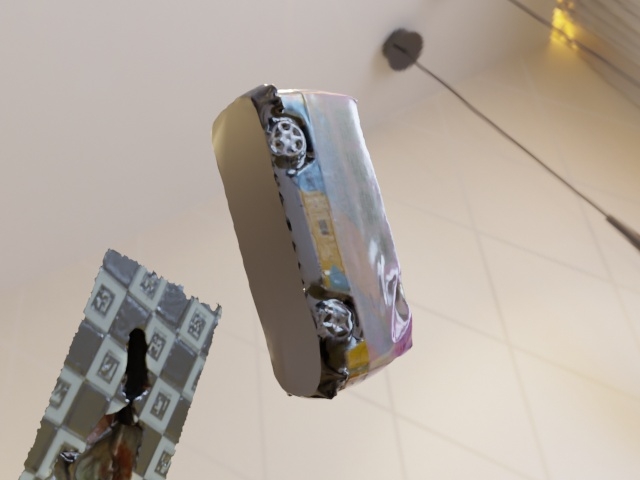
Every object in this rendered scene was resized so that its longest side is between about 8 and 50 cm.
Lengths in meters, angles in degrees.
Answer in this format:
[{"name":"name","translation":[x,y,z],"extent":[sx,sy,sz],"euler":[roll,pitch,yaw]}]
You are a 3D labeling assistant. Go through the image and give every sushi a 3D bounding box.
[{"name":"sushi","translation":[-0.144,0.113,0.615],"extent":[0.139,0.031,0.201],"euler":[42,-120,-53]}]

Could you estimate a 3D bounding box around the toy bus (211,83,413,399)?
[{"name":"toy bus","translation":[0.000,0.000,1.152],"extent":[0.162,0.387,0.171],"euler":[-11,-8,-31]}]
